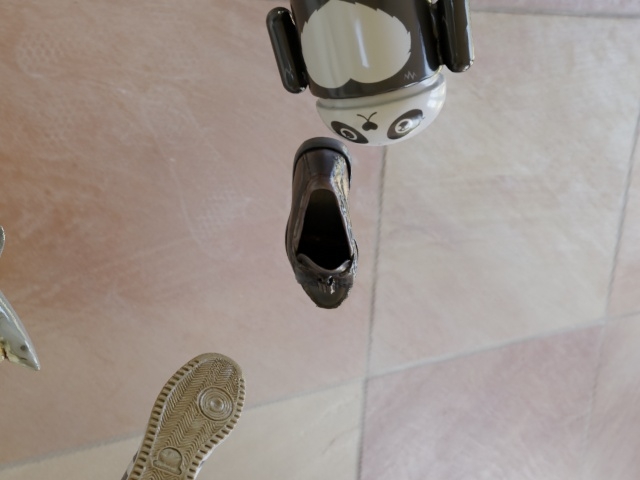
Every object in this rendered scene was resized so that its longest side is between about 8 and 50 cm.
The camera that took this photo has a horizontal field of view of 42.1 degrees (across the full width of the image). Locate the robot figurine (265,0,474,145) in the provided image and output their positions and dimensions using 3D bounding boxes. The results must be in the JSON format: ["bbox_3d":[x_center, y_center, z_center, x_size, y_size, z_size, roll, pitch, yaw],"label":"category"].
[{"bbox_3d":[0.056,-0.251,1.001,0.174,0.209,0.278,-24,115,-23],"label":"robot figurine"}]

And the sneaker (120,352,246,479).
[{"bbox_3d":[-0.185,0.274,1.001,0.099,0.153,0.282,28,49,-5],"label":"sneaker"}]

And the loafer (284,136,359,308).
[{"bbox_3d":[0.000,0.000,1.169,0.109,0.095,0.302,0,133,2],"label":"loafer"}]

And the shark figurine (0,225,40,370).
[{"bbox_3d":[-0.394,0.013,0.905,0.116,0.166,0.278,-48,146,-26],"label":"shark figurine"}]
